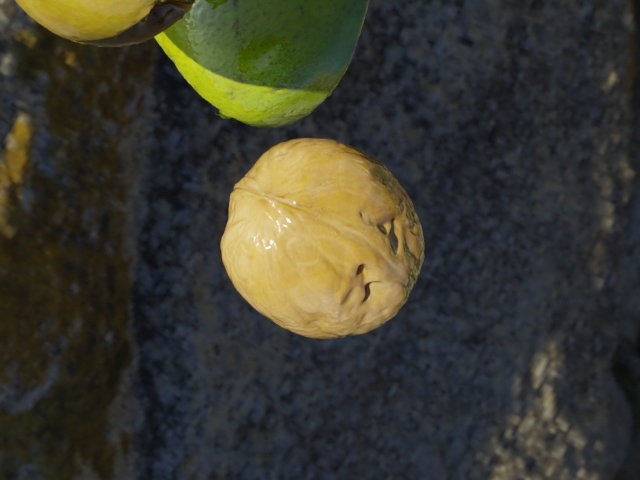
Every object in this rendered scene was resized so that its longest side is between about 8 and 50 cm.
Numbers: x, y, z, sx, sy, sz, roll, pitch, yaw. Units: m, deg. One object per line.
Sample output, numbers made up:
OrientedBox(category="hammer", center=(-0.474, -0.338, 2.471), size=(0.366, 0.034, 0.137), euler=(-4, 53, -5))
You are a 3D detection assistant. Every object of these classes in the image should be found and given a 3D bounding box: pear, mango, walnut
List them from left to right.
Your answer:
OrientedBox(category="mango", center=(-0.213, -0.315, 1.289), size=(0.182, 0.365, 0.253), euler=(-27, 120, 6))
OrientedBox(category="pear", center=(-0.064, -0.277, 1.518), size=(0.239, 0.288, 0.139), euler=(-32, -179, 24))
OrientedBox(category="walnut", center=(0.000, 0.000, 1.419), size=(0.226, 0.193, 0.193), euler=(26, 92, -51))
